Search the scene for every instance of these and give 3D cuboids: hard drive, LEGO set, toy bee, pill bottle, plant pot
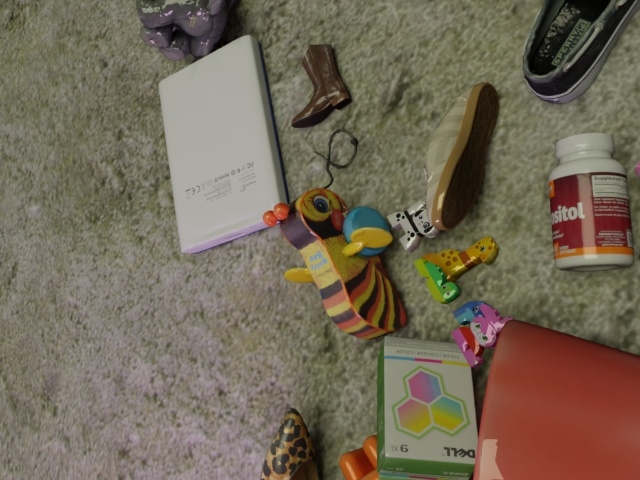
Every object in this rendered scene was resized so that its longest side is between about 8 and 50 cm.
[{"bbox_3d":[-0.169,-0.158,1.082,0.210,0.040,0.318,-18,74,28],"label":"hard drive"},{"bbox_3d":[0.187,0.041,0.815,0.093,0.087,0.227,-37,60,19],"label":"LEGO set"},{"bbox_3d":[0.000,0.000,0.881,0.298,0.162,0.195,58,134,29],"label":"toy bee"},{"bbox_3d":[0.312,-0.043,0.747,0.086,0.086,0.151,-7,79,30],"label":"pill bottle"},{"bbox_3d":[0.292,0.226,0.632,0.243,0.275,0.274,5,86,23],"label":"plant pot"}]

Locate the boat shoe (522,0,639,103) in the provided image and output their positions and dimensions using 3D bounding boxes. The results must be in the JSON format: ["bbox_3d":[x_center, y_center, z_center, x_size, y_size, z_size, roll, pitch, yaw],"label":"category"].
[{"bbox_3d":[0.331,-0.320,0.764,0.113,0.105,0.306,38,103,30],"label":"boat shoe"}]

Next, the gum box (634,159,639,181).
[{"bbox_3d":[0.441,-0.121,0.693,0.107,0.062,0.188,36,102,30],"label":"gum box"}]

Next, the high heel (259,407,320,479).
[{"bbox_3d":[0.010,0.366,0.859,0.186,0.093,0.261,12,106,38],"label":"high heel"}]

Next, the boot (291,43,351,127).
[{"bbox_3d":[-0.015,-0.244,1.002,0.107,0.037,0.114,-25,74,12],"label":"boot"}]

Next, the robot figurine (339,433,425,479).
[{"bbox_3d":[0.111,0.347,0.787,0.158,0.128,0.219,-25,66,-14],"label":"robot figurine"}]

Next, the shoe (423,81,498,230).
[{"bbox_3d":[0.174,-0.108,0.830,0.058,0.076,0.219,3,61,41],"label":"shoe"}]

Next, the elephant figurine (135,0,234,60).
[{"bbox_3d":[-0.228,-0.447,1.106,0.186,0.169,0.239,2,66,3],"label":"elephant figurine"}]

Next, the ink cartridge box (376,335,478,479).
[{"bbox_3d":[0.124,0.222,0.759,0.109,0.062,0.209,6,52,-2],"label":"ink cartridge box"}]
